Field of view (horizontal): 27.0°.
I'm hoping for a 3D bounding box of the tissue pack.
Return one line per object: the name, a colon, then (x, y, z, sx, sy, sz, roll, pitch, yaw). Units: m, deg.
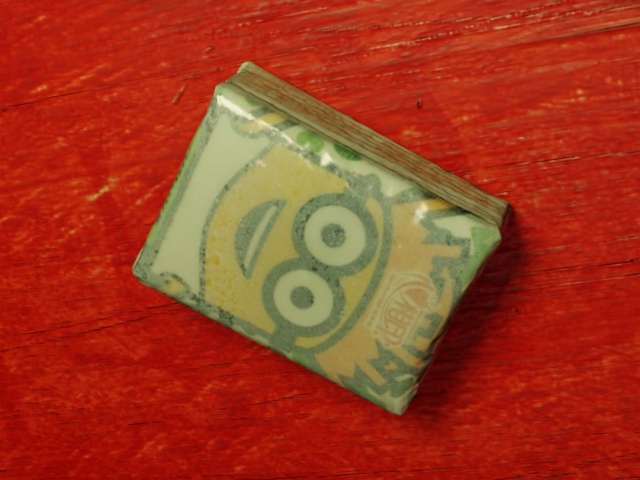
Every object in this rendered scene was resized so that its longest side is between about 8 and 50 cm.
tissue pack: (0.000, 0.000, 1.317, 0.311, 0.128, 0.228, 28, 113, 3)
